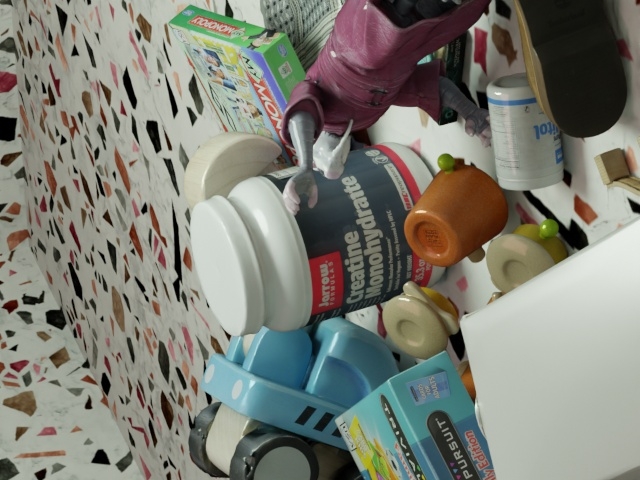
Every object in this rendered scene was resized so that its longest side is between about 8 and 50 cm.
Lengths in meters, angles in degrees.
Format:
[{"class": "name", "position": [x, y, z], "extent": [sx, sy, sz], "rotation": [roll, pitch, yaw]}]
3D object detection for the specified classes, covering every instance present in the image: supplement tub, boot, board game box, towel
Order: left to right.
[{"class": "board game box", "position": [-0.060, -0.150, 2.174], "extent": [0.213, 0.046, 0.317], "rotation": [25, 149, 49]}, {"class": "towel", "position": [-0.028, -0.320, 2.121], "extent": [0.324, 0.056, 0.312], "rotation": [161, 97, -72]}, {"class": "supplement tub", "position": [0.000, 0.000, 2.021], "extent": [0.191, 0.272, 0.191], "rotation": [50, 149, 46]}, {"class": "board game box", "position": [0.108, -0.235, 1.925], "extent": [0.186, 0.026, 0.126], "rotation": [54, 151, 42]}, {"class": "board game box", "position": [0.131, 0.281, 1.917], "extent": [0.253, 0.079, 0.336], "rotation": [63, 166, 8]}, {"class": "supplement tub", "position": [0.208, -0.111, 1.697], "extent": [0.071, 0.071, 0.107], "rotation": [29, 133, 62]}, {"class": "boot", "position": [0.209, -0.252, 1.558], "extent": [0.115, 0.112, 0.305], "rotation": [-126, 25, -65]}]

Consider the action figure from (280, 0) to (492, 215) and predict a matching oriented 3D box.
[{"class": "action figure", "position": [0.040, -0.198, 1.751], "extent": [0.275, 0.248, 0.370], "rotation": [62, 143, 20]}]

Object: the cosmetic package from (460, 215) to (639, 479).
[{"class": "cosmetic package", "position": [0.287, 0.093, 1.382], "extent": [0.365, 0.155, 0.197], "rotation": [-36, 61, 55]}]

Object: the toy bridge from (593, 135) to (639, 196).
[{"class": "toy bridge", "position": [0.312, -0.070, 1.526], "extent": [0.063, 0.026, 0.188], "rotation": [70, 159, 2]}]

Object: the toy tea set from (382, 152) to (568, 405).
[{"class": "toy tea set", "position": [0.183, 0.058, 1.881], "extent": [0.200, 0.124, 0.336], "rotation": [31, 138, 19]}]

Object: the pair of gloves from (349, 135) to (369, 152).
[{"class": "pair of gloves", "position": [0.030, -0.158, 2.185], "extent": [0.159, 0.023, 0.198], "rotation": [-149, 48, -64]}]

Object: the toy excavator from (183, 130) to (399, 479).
[{"class": "toy excavator", "position": [-0.034, 0.124, 2.207], "extent": [0.222, 0.433, 0.445], "rotation": [15, 84, 66]}]
